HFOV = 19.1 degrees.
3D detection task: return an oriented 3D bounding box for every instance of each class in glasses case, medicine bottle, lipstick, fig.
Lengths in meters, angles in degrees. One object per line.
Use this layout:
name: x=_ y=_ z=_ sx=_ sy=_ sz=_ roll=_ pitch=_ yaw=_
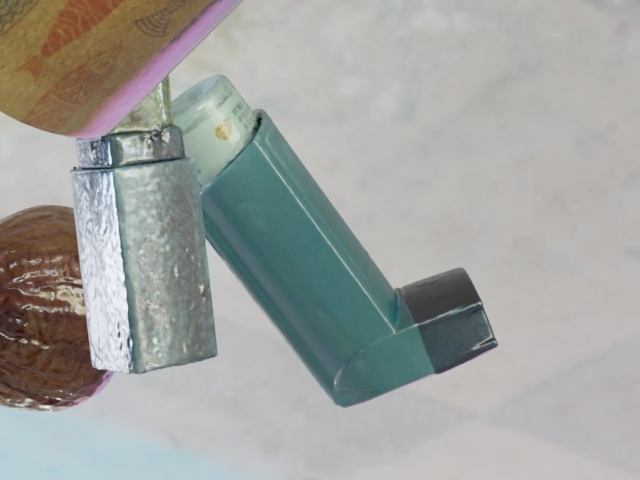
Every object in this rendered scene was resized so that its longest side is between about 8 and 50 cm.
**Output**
glasses case: x=-0.022 y=-0.095 z=0.466 sx=0.170 sy=0.041 sz=0.064 roll=-42 pitch=136 yaw=20
medicine bottle: x=0.000 y=0.000 z=1.240 sx=0.124 sy=0.079 sz=0.258 roll=-37 pitch=106 yaw=7
lipstick: x=-0.100 y=-0.093 z=0.932 sx=0.051 sy=0.312 sz=0.051 roll=-10 pitch=-174 yaw=-32
fig: x=-0.230 y=0.036 z=1.290 sx=0.201 sy=0.146 sz=0.134 roll=17 pitch=-176 yaw=-30
